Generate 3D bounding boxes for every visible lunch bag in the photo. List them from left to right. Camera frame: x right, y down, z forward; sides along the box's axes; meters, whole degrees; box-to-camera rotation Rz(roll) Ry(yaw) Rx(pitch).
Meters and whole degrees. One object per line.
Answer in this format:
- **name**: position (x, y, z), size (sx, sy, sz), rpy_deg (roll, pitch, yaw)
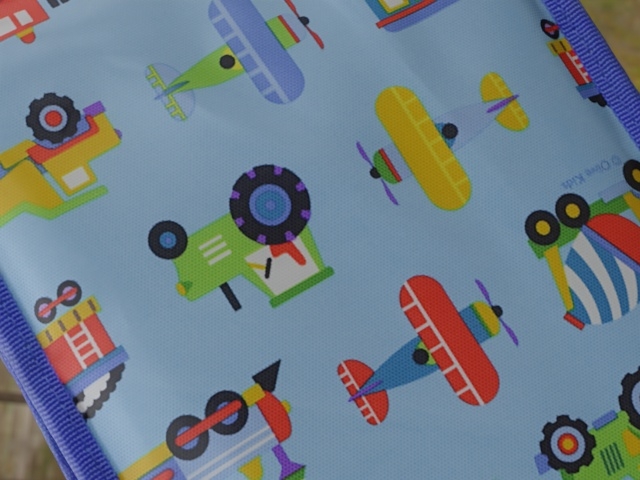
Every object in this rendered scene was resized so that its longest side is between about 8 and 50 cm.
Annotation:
- **lunch bag**: position (0.000, 0.000, 0.610), size (0.293, 0.221, 0.138), rpy_deg (61, 166, -1)
